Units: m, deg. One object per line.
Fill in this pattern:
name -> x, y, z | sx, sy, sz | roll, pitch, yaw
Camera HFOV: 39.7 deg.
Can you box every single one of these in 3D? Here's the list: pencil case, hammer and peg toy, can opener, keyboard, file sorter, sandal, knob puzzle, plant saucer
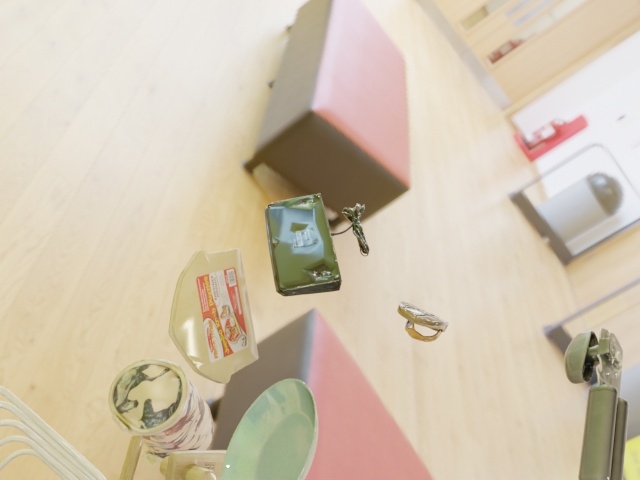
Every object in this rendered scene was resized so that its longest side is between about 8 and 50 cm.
pencil case -> -0.336, 0.378, 1.901 | 0.160, 0.183, 0.410 | 29, -20, 13
hammer and peg toy -> -0.199, 0.467, 1.458 | 0.361, 0.127, 0.265 | 13, 82, -41
can opener -> 0.421, 0.261, 1.368 | 0.076, 0.095, 0.283 | 45, 47, -30
keyboard -> 0.000, 0.000, 1.705 | 0.317, 0.202, 0.033 | -102, -178, -55
file sorter -> -0.321, 0.291, 0.907 | 0.193, 0.277, 0.173 | 38, 63, 10
sandal -> 0.162, 0.136, 1.406 | 0.072, 0.049, 0.180 | 26, -2, 19
knob puzzle -> -0.160, 0.108, 1.246 | 0.213, 0.030, 0.213 | 27, 59, -59
plant saucer -> -0.056, 0.272, 1.126 | 0.037, 0.195, 0.195 | 33, 30, -28
